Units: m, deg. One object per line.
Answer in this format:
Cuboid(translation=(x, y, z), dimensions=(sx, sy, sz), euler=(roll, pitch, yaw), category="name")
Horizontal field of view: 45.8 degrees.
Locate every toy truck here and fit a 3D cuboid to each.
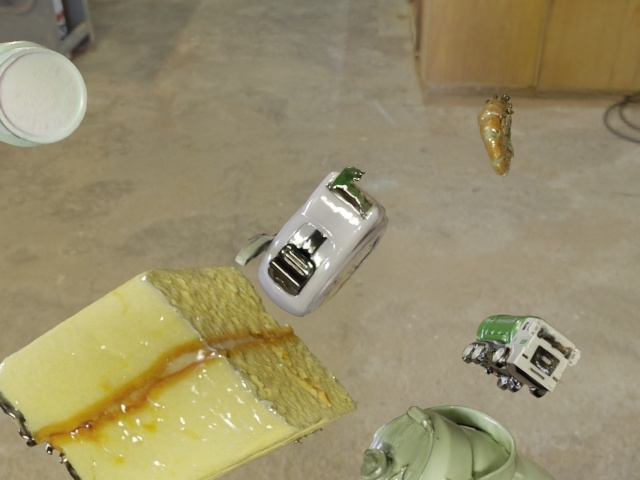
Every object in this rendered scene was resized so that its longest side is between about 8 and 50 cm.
Cuboid(translation=(0.334, 0.185, 1.292), dimensions=(0.125, 0.101, 0.242), euler=(-53, 6, -9), category="toy truck")

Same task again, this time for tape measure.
Cuboid(translation=(-0.003, 0.003, 0.904), dimensions=(0.105, 0.178, 0.196), euler=(41, -1, 8), category="tape measure")

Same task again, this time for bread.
Cuboid(translation=(-0.227, 0.230, 1.154), dimensions=(0.346, 0.405, 0.242), euler=(57, 15, 16), category="bread")

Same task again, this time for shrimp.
Cuboid(translation=(0.226, -0.144, 0.972), dimensions=(0.043, 0.091, 0.184), euler=(-11, 30, 23), category="shrimp")

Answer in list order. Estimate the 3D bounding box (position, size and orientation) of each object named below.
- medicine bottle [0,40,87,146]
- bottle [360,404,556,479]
Cuboid(translation=(-0.413, -0.201, 1.039), dimensions=(0.139, 0.139, 0.225), euler=(-22, 23, -29), category="medicine bottle")
Cuboid(translation=(0.211, 0.372, 1.176), dimensions=(0.229, 0.351, 0.229), euler=(-34, 35, 28), category="bottle")
